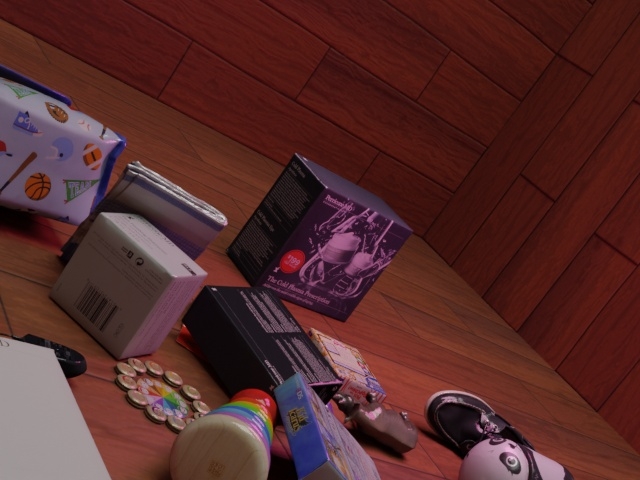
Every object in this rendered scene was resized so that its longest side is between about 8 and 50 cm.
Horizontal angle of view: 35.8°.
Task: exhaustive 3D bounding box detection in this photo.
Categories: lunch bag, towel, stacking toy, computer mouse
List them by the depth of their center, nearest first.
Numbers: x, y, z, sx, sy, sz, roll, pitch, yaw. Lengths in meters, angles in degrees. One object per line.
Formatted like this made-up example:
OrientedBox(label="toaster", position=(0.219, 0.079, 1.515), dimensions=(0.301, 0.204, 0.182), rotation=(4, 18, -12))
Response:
OrientedBox(label="computer mouse", position=(-0.451, 0.151, 1.421), dimensions=(0.242, 0.041, 0.071), rotation=(24, 7, -19))
OrientedBox(label="stacking toy", position=(-0.128, 0.304, 1.524), dimensions=(0.141, 0.141, 0.330), rotation=(36, 5, 3))
OrientedBox(label="towel", position=(-0.324, -0.008, 1.797), dimensions=(0.209, 0.285, 0.034), rotation=(31, 38, -22))
OrientedBox(label="lunch bag", position=(-0.614, -0.207, 1.886), dimensions=(0.327, 0.239, 0.385), rotation=(22, 2, -45))

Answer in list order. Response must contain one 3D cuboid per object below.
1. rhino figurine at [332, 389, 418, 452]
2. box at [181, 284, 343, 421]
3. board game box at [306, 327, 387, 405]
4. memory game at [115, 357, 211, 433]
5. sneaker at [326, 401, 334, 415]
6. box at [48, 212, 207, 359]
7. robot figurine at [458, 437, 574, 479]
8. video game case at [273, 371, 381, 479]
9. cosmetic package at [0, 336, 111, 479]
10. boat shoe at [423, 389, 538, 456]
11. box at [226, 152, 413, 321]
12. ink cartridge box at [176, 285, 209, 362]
OrientedBox(label="rhino figurine", position=(0.106, 0.358, 2.001), dimensions=(0.243, 0.073, 0.106), rotation=(33, 12, -33))
OrientedBox(label="box", position=(-0.109, 0.206, 1.841), dimensions=(0.184, 0.103, 0.261), rotation=(9, 35, -51))
OrientedBox(label="board game box", position=(0.051, 0.284, 2.212), dimensions=(0.146, 0.045, 0.193), rotation=(28, 14, -28))
OrientedBox(label="memory game", position=(-0.253, 0.251, 1.609), dimensions=(0.186, 0.012, 0.186), rotation=(34, 13, -9))
OrientedBox(label="sneaker", position=(-0.020, 0.308, 1.941), dimensions=(0.071, 0.068, 0.170), rotation=(45, 12, -43))
OrientedBox(label="box", position=(-0.325, 0.075, 1.679), dimensions=(0.181, 0.182, 0.119), rotation=(39, 13, 17))
OrientedBox(label="robot figurine", position=(0.411, 0.509, 2.023), dimensions=(0.278, 0.174, 0.209), rotation=(29, -30, -26))
OrientedBox(label="video game case", position=(0.031, 0.374, 1.611), dimensions=(0.244, 0.061, 0.269), rotation=(54, 4, -24))
OrientedBox(label="cosmetic package", position=(-0.342, 0.257, 1.021), dimensions=(0.197, 0.155, 0.365), rotation=(21, 20, -42))
OrientedBox(label="boat shoe", position=(0.384, 0.457, 2.268), dimensions=(0.340, 0.127, 0.113), rotation=(40, -3, -24))
OrientedBox(label="box", position=(0.000, 0.000, 2.520), dimensions=(0.343, 0.313, 0.179), rotation=(23, 17, -42))
OrientedBox(label="ink cartridge box", position=(-0.177, 0.189, 1.951), dimensions=(0.189, 0.066, 0.232), rotation=(34, 8, -8))
